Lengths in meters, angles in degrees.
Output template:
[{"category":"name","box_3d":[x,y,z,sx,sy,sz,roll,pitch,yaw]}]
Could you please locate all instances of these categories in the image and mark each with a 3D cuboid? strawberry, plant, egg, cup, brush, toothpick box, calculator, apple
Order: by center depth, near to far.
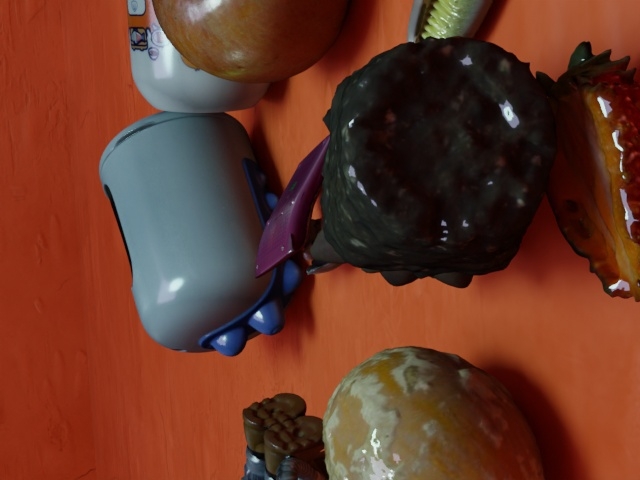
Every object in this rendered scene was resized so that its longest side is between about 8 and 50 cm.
[{"category":"strawberry","box_3d":[0.221,-0.058,0.697,0.192,0.085,0.140,-114,20,-54]},{"category":"plant","box_3d":[0.094,-0.054,0.798,0.321,0.194,0.182,114,162,-86]},{"category":"egg","box_3d":[0.106,0.204,0.891,0.233,0.195,0.195,26,121,39]},{"category":"brush","box_3d":[0.114,-0.183,0.935,0.067,0.072,0.313,50,142,29]},{"category":"apple","box_3d":[-0.072,-0.311,1.128,0.253,0.253,0.254,174,90,-65]},{"category":"calculator","box_3d":[-0.031,-0.046,1.199,0.126,0.034,0.190,-38,28,60]},{"category":"cup","box_3d":[-0.165,-0.345,1.323,0.212,0.212,0.317,-151,57,-60]},{"category":"toothpick box","box_3d":[-0.163,0.002,1.387,0.263,0.263,0.355,-58,45,53]}]

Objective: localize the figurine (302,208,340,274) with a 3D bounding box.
[{"category":"figurine","box_3d":[0.000,0.000,1.192,0.086,0.094,0.082,-27,109,34]}]

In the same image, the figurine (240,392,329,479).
[{"category":"figurine","box_3d":[-0.032,0.381,1.241,0.261,0.186,0.382,-129,36,-58]}]
